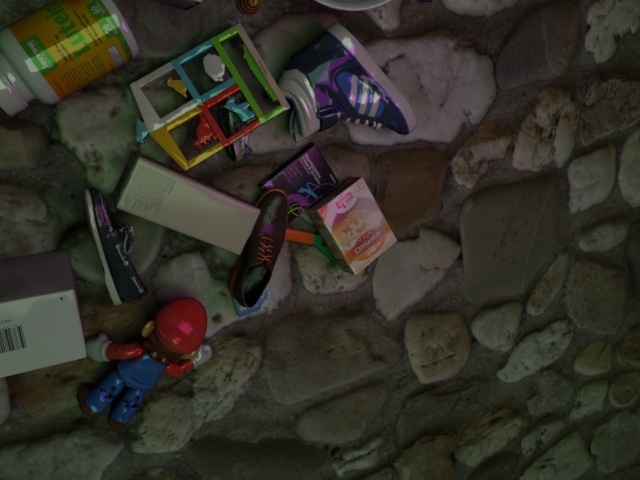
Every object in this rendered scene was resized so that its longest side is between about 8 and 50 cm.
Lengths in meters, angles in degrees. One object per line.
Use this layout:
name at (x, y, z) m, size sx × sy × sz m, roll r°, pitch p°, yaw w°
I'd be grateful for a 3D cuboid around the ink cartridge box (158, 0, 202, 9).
ink cartridge box at (-0.299, -0.626, 0.906) m, size 0.269 × 0.151 × 0.396 m, roll 7°, pitch 104°, yaw -29°

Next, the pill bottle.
pill bottle at (-0.450, -0.319, 0.936) m, size 0.245 × 0.136 × 0.136 m, roll -36°, pitch 118°, yaw -12°

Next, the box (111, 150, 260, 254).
box at (-0.272, -0.075, 1.129) m, size 0.275 × 0.094 × 0.113 m, roll 25°, pitch 94°, yaw -31°

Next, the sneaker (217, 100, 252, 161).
sneaker at (-0.176, -0.238, 1.157) m, size 0.058 × 0.052 × 0.136 m, roll -23°, pitch 119°, yaw -33°

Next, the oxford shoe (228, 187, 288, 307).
oxford shoe at (-0.121, 0.020, 1.209) m, size 0.096 × 0.098 × 0.272 m, roll 13°, pitch 99°, yaw -24°

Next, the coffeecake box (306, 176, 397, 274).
coffeecake box at (0.076, -0.036, 1.310) m, size 0.142 × 0.068 × 0.186 m, roll -38°, pitch 110°, yaw -18°

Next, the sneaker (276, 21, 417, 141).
sneaker at (0.044, -0.285, 1.216) m, size 0.236 × 0.130 × 0.322 m, roll -46°, pitch 125°, yaw 4°

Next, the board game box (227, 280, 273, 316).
board game box at (-0.163, 0.123, 1.290) m, size 0.090 × 0.020 × 0.090 m, roll -22°, pitch 115°, yaw -18°

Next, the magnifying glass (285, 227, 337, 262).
magnifying glass at (0.000, 0.000, 1.333) m, size 0.230 × 0.026 × 0.092 m, roll 11°, pitch 100°, yaw -31°

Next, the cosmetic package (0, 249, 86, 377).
cosmetic package at (-0.551, 0.129, 0.978) m, size 0.223 × 0.224 × 0.138 m, roll -10°, pitch 113°, yaw -23°

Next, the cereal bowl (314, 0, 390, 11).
cereal bowl at (0.059, -0.629, 1.067) m, size 0.338 × 0.141 × 0.339 m, roll -4°, pitch 116°, yaw -7°

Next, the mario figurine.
mario figurine at (-0.369, 0.243, 1.191) m, size 0.320 × 0.170 × 0.198 m, roll -46°, pitch 157°, yaw 5°

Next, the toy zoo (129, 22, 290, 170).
toy zoo at (-0.232, -0.269, 1.081) m, size 0.293 × 0.030 × 0.192 m, roll -34°, pitch 100°, yaw -8°

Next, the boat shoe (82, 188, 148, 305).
boat shoe at (-0.404, 0.012, 1.089) m, size 0.079 × 0.095 × 0.255 m, roll -17°, pitch 114°, yaw -19°

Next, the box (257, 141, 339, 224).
box at (-0.048, -0.131, 1.262) m, size 0.162 × 0.029 × 0.116 m, roll -41°, pitch 119°, yaw -11°

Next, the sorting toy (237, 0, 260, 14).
sorting toy at (-0.150, -0.498, 1.085) m, size 0.061 × 0.042 × 0.102 m, roll -46°, pitch 120°, yaw -7°

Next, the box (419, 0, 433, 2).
box at (0.192, -0.601, 1.218) m, size 0.168 × 0.054 × 0.059 m, roll 24°, pitch 95°, yaw -31°
